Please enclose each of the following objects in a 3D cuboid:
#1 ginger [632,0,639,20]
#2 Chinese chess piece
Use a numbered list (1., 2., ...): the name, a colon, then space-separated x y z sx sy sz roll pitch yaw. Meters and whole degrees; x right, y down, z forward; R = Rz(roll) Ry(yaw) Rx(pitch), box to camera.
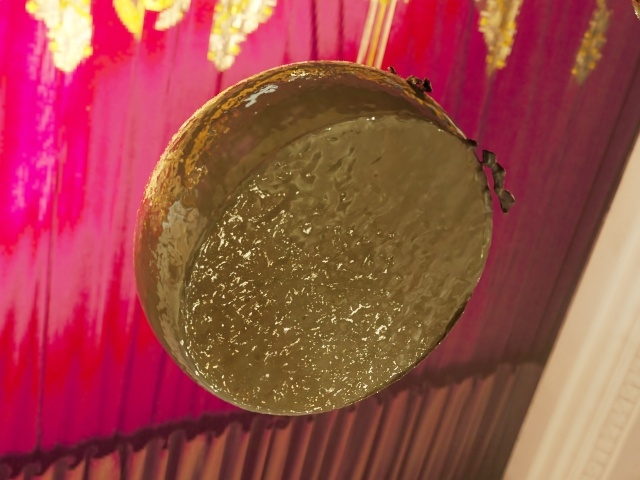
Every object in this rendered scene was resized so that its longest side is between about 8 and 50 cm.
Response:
1. ginger: 0.206 -0.154 0.524 0.044 0.137 0.057 23 -167 -2
2. Chinese chess piece: 0.000 0.000 0.602 0.237 0.238 0.092 -4 -149 -27
